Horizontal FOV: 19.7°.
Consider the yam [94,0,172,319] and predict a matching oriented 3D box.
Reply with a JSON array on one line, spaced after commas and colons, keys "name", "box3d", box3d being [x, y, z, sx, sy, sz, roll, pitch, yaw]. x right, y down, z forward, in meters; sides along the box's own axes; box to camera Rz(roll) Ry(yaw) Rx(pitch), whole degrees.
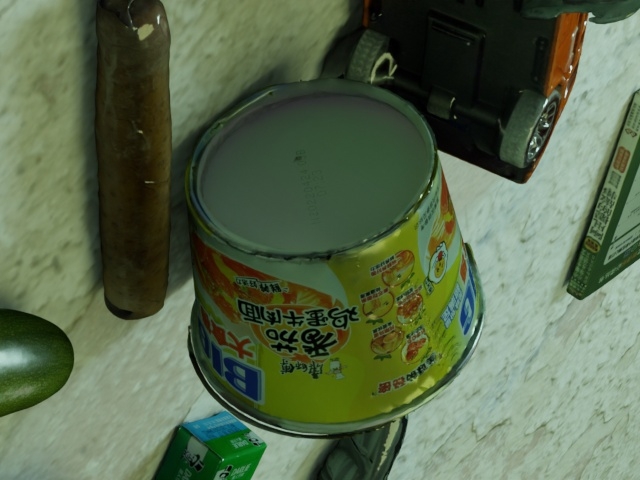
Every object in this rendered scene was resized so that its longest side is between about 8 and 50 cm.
[{"name": "yam", "box3d": [-0.109, -0.046, 1.074, 0.046, 0.046, 0.264, -39, 153, -31]}]

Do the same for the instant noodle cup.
[{"name": "instant noodle cup", "box3d": [0.000, 0.000, 1.178, 0.205, 0.205, 0.153, -41, 142, -26]}]

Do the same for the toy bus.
[{"name": "toy bus", "box3d": [0.110, -0.194, 1.165, 0.153, 0.143, 0.329, -55, 159, -33]}]

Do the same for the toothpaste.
[{"name": "toothpaste", "box3d": [-0.127, 0.258, 1.441, 0.065, 0.050, 0.266, -8, 129, -55]}]

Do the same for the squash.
[{"name": "squash", "box3d": [-0.226, 0.082, 1.007, 0.258, 0.069, 0.069, -19, 138, -53]}]

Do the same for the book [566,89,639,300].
[{"name": "book", "box3d": [0.348, -0.079, 1.889, 0.202, 0.027, 0.264, -34, 148, -40]}]

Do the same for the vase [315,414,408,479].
[{"name": "vase", "box3d": [0.036, 0.201, 1.649, 0.060, 0.060, 0.211, -13, 135, -56]}]

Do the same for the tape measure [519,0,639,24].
[{"name": "tape measure", "box3d": [0.155, -0.281, 0.915, 0.275, 0.147, 0.256, -44, 123, -22]}]
